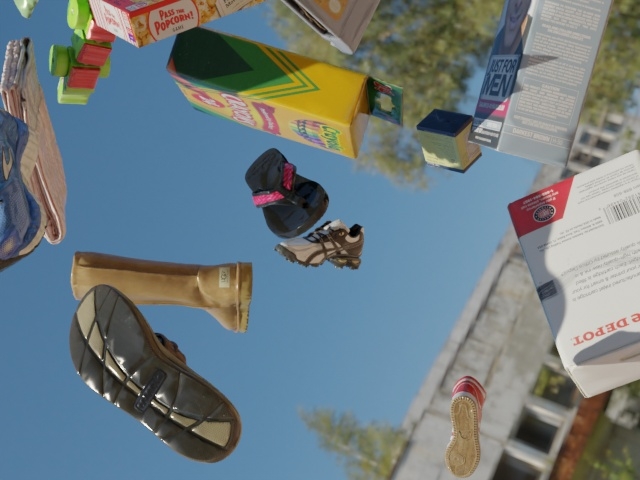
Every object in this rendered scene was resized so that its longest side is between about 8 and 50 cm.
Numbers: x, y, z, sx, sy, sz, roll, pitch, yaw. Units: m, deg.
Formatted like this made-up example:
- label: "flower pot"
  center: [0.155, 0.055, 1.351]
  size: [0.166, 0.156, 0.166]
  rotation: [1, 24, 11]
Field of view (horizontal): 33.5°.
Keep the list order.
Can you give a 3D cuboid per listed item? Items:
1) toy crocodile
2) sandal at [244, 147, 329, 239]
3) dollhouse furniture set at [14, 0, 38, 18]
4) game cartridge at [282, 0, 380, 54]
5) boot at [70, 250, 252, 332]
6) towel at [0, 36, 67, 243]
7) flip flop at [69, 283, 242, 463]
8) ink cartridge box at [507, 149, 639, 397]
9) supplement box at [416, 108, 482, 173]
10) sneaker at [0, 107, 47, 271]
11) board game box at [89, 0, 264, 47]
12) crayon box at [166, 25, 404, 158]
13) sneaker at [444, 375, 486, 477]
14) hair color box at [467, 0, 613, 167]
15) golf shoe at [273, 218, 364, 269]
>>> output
- label: "toy crocodile"
  center: [-0.459, -0.385, 2.120]
  size: [0.115, 0.105, 0.340]
  rotation: [2, -36, -30]
- label: "sandal"
  center: [-0.046, -0.055, 1.086]
  size: [0.067, 0.179, 0.040]
  rotation: [-44, -57, 1]
- label: "dollhouse furniture set"
  center: [-0.553, -0.474, 1.889]
  size: [0.058, 0.152, 0.076]
  rotation: [-6, -32, -50]
- label: "game cartridge"
  center: [0.005, -0.447, 1.661]
  size: [0.297, 0.062, 0.198]
  rotation: [32, -95, -48]
- label: "boot"
  center: [-0.246, 0.077, 1.686]
  size: [0.236, 0.269, 0.089]
  rotation: [104, 167, -65]
- label: "towel"
  center: [-0.544, -0.199, 2.044]
  size: [0.332, 0.053, 0.317]
  rotation: [-114, 14, -61]
- label: "flip flop"
  center: [-0.198, 0.162, 1.288]
  size: [0.112, 0.277, 0.080]
  rotation: [-56, -19, 6]
- label: "ink cartridge box"
  center: [0.390, 0.045, 1.417]
  size: [0.114, 0.197, 0.273]
  rotation: [48, -156, -49]
- label: "supplement box"
  center: [0.218, -0.169, 1.801]
  size: [0.056, 0.083, 0.083]
  rotation: [-43, -49, -29]
- label: "sneaker"
  center: [-0.496, -0.084, 1.557]
  size: [0.129, 0.330, 0.147]
  rotation: [-30, -41, 12]
- label: "board game box"
  center: [-0.162, -0.294, 1.270]
  size: [0.193, 0.146, 0.045]
  rotation: [-26, -58, -21]
- label: "crayon box"
  center: [-0.042, -0.203, 1.513]
  size: [0.202, 0.318, 0.081]
  rotation: [62, -134, -80]
- label: "sneaker"
  center: [0.172, 0.217, 1.253]
  size: [0.067, 0.042, 0.119]
  rotation: [-61, -25, -61]
- label: "hair color box"
  center: [0.335, -0.308, 1.565]
  size: [0.185, 0.113, 0.375]
  rotation: [-123, 47, -79]
- label: "golf shoe"
  center: [0.000, 0.000, 1.962]
  size: [0.198, 0.077, 0.094]
  rotation: [2, -68, -43]
